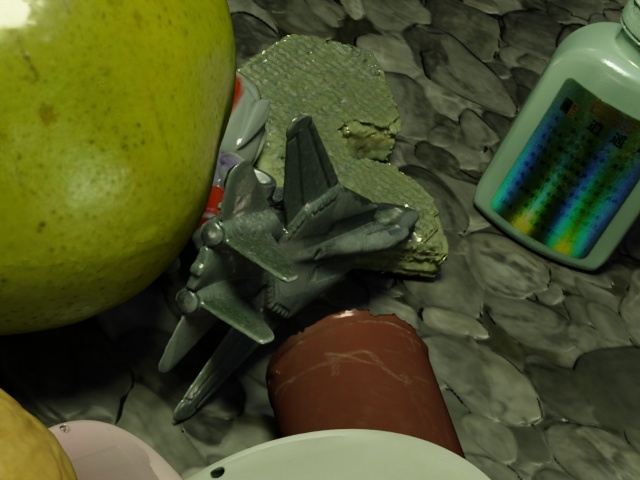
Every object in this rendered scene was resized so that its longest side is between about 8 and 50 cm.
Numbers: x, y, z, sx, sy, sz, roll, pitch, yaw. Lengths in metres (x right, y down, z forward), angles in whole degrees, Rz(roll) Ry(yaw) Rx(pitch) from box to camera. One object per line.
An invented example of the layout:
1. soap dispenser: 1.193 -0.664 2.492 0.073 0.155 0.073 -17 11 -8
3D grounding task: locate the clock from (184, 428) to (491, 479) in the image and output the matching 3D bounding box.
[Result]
1. clock: -0.004 0.193 0.759 0.230 0.083 0.230 -11 35 8

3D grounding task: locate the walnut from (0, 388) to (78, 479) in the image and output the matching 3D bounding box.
1. walnut: -0.191 0.153 0.736 0.165 0.165 0.197 29 28 2

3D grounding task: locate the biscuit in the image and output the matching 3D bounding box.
1. biscuit: 0.005 -0.073 1.226 0.147 0.046 0.250 8 41 -24

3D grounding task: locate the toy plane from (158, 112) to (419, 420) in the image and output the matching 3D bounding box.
1. toy plane: -0.010 -0.006 1.041 0.088 0.212 0.267 29 23 16

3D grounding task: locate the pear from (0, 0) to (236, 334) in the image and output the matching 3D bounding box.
1. pear: -0.196 -0.079 0.925 0.294 0.294 0.294 17 38 -14

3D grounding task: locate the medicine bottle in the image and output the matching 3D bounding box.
1. medicine bottle: 0.218 -0.091 1.231 0.121 0.229 0.083 30 37 3

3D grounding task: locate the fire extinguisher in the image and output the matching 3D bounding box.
1. fire extinguisher: 0.066 0.201 0.904 0.147 0.106 0.337 30 30 -39

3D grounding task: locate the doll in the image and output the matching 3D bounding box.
1. doll: -0.082 -0.069 1.131 0.102 0.075 0.227 -16 39 16

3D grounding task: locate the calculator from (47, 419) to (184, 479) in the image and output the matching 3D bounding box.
1. calculator: -0.104 0.165 0.890 0.103 0.024 0.166 -15 55 -43
